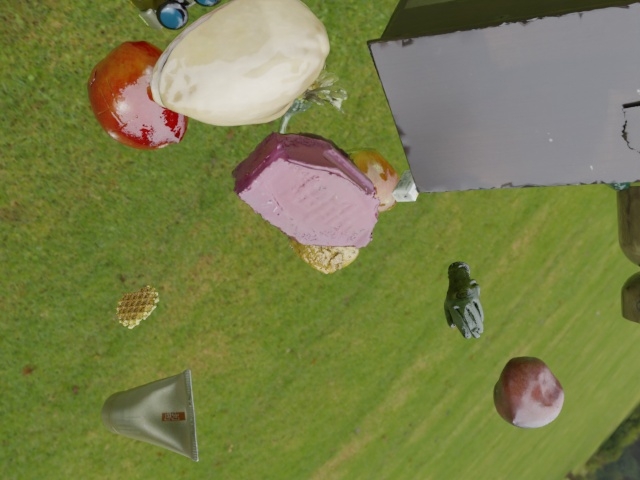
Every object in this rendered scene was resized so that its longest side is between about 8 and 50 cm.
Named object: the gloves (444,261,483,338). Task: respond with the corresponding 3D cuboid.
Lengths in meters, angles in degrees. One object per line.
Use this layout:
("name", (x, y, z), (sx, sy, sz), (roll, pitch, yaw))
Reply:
("gloves", (0.450, 0.187, 1.966), (0.135, 0.268, 0.107), (-30, 138, 30))

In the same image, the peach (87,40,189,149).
("peach", (-0.328, -0.256, 1.147), (0.197, 0.197, 0.197), (-30, 141, -29))

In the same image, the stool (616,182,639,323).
("stool", (0.664, 0.016, 1.177), (0.179, 0.179, 0.263), (-10, 97, -45))

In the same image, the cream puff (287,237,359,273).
("cream puff", (0.000, 0.000, 1.541), (0.130, 0.189, 0.189), (-32, 142, -32))

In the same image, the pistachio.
("pistachio", (-0.132, -0.299, 1.050), (0.318, 0.193, 0.213), (-26, 125, -24))

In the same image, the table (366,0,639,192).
("table", (0.227, -0.218, 0.666), (0.196, 0.251, 0.282), (62, 39, -39))

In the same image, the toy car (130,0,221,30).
("toy car", (-0.282, -0.543, 1.169), (0.248, 0.204, 0.198), (-24, 132, 21))

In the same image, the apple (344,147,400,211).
("apple", (0.140, -0.193, 2.022), (0.246, 0.246, 0.226), (-12, 93, -44))

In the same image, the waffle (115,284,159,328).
("waffle", (-0.318, 0.111, 1.074), (0.085, 0.078, 0.016), (-33, 140, 7))

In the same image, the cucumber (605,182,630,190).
("cucumber", (0.393, -0.146, 0.867), (0.244, 0.063, 0.115), (49, 39, -45))

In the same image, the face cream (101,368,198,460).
("face cream", (-0.290, 0.299, 1.073), (0.084, 0.341, 0.137), (1, 78, -36))

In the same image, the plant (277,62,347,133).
("plant", (-0.071, -0.478, 1.922), (0.306, 0.261, 0.297), (4, 163, -26))

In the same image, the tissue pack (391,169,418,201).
("tissue pack", (0.223, -0.138, 1.546), (0.042, 0.062, 0.083), (51, 58, -31))

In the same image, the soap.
("soap", (-0.006, -0.087, 1.180), (0.182, 0.112, 0.289), (-39, 128, 20))

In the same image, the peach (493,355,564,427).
("peach", (0.439, 0.333, 1.338), (0.152, 0.152, 0.152), (-30, 141, -29))
